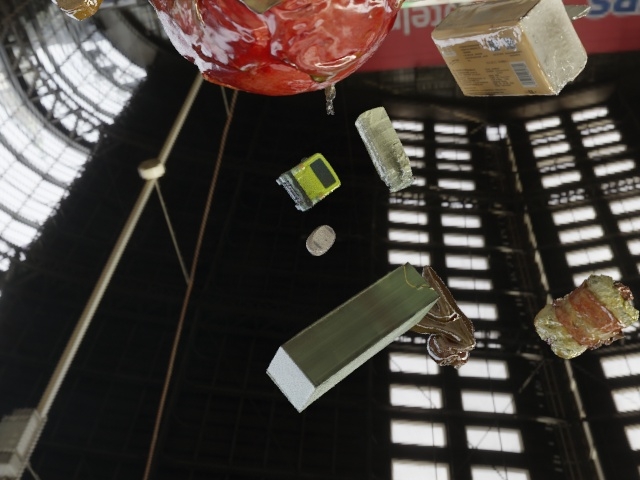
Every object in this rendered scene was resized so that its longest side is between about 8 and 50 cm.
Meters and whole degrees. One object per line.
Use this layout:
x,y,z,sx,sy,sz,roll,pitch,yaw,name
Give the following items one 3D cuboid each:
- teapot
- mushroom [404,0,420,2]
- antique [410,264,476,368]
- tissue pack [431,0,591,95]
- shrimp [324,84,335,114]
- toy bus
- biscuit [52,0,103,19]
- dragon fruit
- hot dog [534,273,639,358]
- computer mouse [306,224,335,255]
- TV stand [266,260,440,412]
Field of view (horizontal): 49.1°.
0.164,-0.222,1.688,0.077,0.107,0.200,-21,-100,-19,teapot
0.148,-0.447,1.008,0.204,0.204,0.204,-6,-144,4,mushroom
0.280,0.202,1.733,0.143,0.256,0.121,-36,-171,16,antique
0.468,-0.488,1.683,0.239,0.238,0.306,-27,-158,-23,tissue pack
0.056,-0.445,1.732,0.117,0.261,0.066,-3,-179,-2,shrimp
-0.036,-0.177,2.105,0.150,0.128,0.262,-36,-173,-4,toy bus
-0.382,-0.514,1.185,0.257,0.049,0.273,-39,-125,12,biscuit
-0.048,-0.288,0.735,0.278,0.277,0.342,-27,179,-23,dragon fruit
0.571,0.163,1.509,0.213,0.146,0.103,-36,171,31,hot dog
-0.001,0.001,1.975,0.096,0.066,0.039,-50,-171,-30,computer mouse
0.053,0.135,1.037,0.270,0.088,0.082,-29,-111,-35,TV stand
